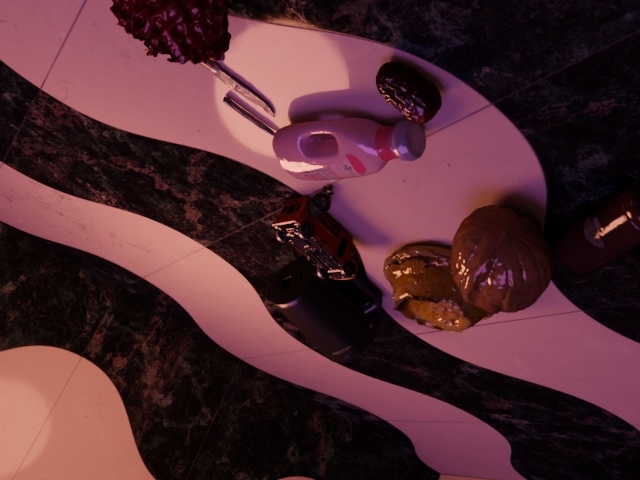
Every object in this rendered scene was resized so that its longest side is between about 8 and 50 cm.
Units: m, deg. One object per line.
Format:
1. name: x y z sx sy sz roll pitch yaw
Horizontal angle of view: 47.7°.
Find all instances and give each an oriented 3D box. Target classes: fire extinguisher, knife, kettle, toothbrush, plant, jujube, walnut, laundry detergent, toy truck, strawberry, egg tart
1. fire extinguisher: 0.549 -0.047 1.321 0.138 0.102 0.344 27 155 -2
2. knife: -0.209 -0.344 1.503 0.297 0.017 0.047 31 156 -23
3. kettle: 0.027 0.206 2.168 0.262 0.203 0.308 -1 142 46
4. toothbrush: -0.126 -0.252 1.612 0.219 0.016 0.019 34 162 -22
5. plant: 0.006 -0.096 1.761 0.051 0.051 0.102 28 149 -10
6. jujube: 0.155 -0.265 1.281 0.129 0.077 0.077 39 153 -7
7. walnut: 0.381 0.039 1.525 0.224 0.225 0.261 17 155 15
8. laundry detergent: 0.058 -0.192 1.486 0.335 0.088 0.159 -2 144 41
9. toy truck: 0.000 0.000 1.881 0.107 0.114 0.252 -8 139 47
10. strawberry: -0.232 -0.427 1.225 0.233 0.234 0.178 29 126 -10
11. egg tart: 0.310 0.146 1.882 0.345 0.133 0.345 18 155 8
